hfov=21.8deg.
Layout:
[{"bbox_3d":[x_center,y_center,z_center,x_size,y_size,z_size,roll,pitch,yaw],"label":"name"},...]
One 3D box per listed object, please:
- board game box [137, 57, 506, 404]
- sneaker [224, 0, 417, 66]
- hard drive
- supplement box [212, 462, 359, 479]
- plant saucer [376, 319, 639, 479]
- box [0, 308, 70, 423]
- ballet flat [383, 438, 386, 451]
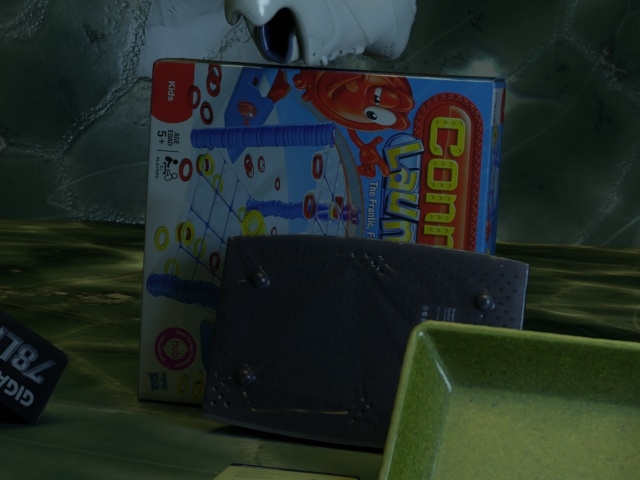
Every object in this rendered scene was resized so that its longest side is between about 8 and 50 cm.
[{"bbox_3d":[0.000,0.000,1.466,0.302,0.308,0.086,4,6,13],"label":"board game box"},{"bbox_3d":[-0.011,-0.203,1.442,0.111,0.129,0.297,6,-9,30],"label":"sneaker"},{"bbox_3d":[0.039,0.086,1.369,0.255,0.172,0.054,5,-13,12],"label":"hard drive"},{"bbox_3d":[-0.025,0.170,0.977,0.083,0.056,0.083,5,6,11],"label":"supplement box"},{"bbox_3d":[0.130,0.144,0.966,0.188,0.188,0.045,6,-34,14],"label":"plant saucer"},{"bbox_3d":[-0.400,0.036,1.363,0.293,0.073,0.295,7,-25,43],"label":"box"},{"bbox_3d":[0.115,0.137,1.159,0.107,0.106,0.316,3,5,-11],"label":"ballet flat"}]
